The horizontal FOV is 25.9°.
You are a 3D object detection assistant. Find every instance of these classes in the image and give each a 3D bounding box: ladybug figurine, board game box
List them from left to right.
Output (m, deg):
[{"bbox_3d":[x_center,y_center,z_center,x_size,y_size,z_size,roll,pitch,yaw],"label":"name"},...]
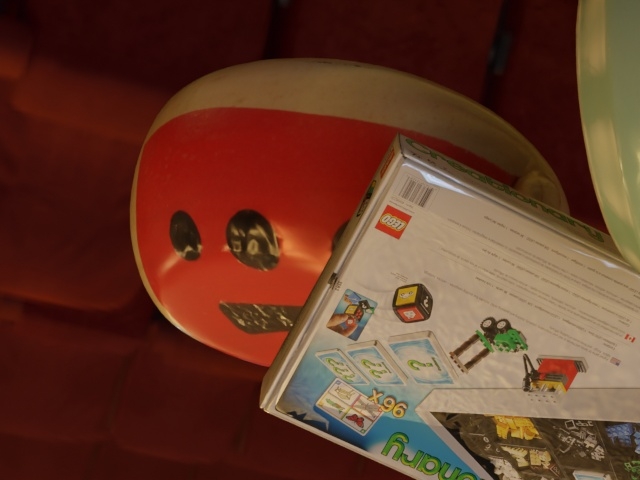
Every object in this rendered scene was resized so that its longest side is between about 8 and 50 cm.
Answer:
[{"bbox_3d":[0.000,0.000,1.131,0.449,0.162,0.305,-9,132,50],"label":"ladybug figurine"},{"bbox_3d":[0.139,0.083,0.895,0.305,0.193,0.053,26,-162,-10],"label":"board game box"}]

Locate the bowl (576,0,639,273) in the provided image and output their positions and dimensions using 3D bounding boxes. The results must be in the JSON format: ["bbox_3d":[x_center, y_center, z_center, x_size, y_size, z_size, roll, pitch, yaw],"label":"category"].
[{"bbox_3d":[0.237,-0.076,0.723,0.163,0.312,0.311,-7,169,27],"label":"bowl"}]
